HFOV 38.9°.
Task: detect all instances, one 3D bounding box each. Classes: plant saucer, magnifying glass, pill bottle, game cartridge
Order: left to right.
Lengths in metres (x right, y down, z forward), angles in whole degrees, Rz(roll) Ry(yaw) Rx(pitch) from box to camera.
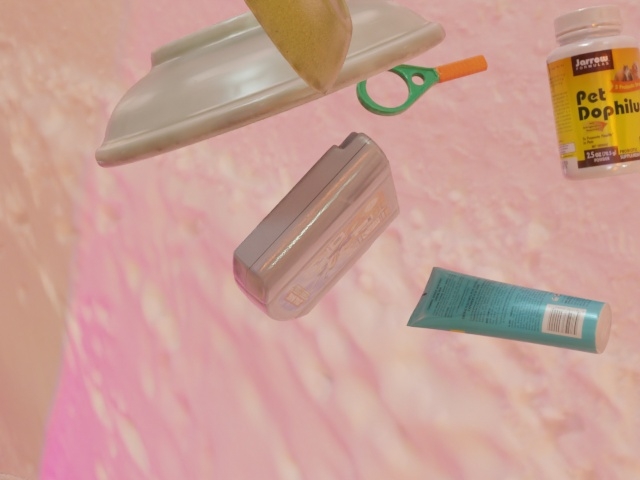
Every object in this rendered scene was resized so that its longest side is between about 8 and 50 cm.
[{"bbox_3d":[-0.069,-0.195,0.984,0.400,0.401,0.100,-2,113,56],"label":"plant saucer"},{"bbox_3d":[-0.038,-0.206,0.563,0.037,0.241,0.240,-26,78,13],"label":"plant saucer"},{"bbox_3d":[0.000,0.000,0.984,0.062,0.198,0.297,38,178,12],"label":"game cartridge"},{"bbox_3d":[0.166,-0.263,1.477,0.026,0.231,0.092,111,138,-68],"label":"magnifying glass"},{"bbox_3d":[0.358,-0.188,1.171,0.117,0.117,0.214,-7,93,56],"label":"pill bottle"}]

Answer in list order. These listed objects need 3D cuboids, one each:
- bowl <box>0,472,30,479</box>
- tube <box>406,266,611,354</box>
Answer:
[{"bbox_3d":[-0.308,0.302,0.596,0.163,0.311,0.311,3,109,18],"label":"bowl"},{"bbox_3d":[0.196,0.074,0.954,0.207,0.080,0.052,9,143,32],"label":"tube"}]
